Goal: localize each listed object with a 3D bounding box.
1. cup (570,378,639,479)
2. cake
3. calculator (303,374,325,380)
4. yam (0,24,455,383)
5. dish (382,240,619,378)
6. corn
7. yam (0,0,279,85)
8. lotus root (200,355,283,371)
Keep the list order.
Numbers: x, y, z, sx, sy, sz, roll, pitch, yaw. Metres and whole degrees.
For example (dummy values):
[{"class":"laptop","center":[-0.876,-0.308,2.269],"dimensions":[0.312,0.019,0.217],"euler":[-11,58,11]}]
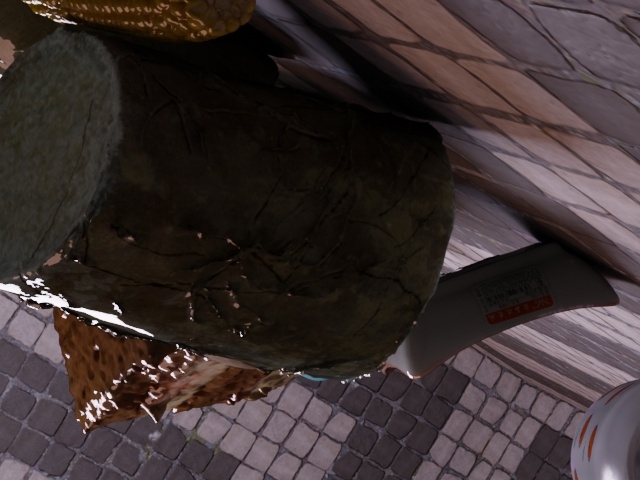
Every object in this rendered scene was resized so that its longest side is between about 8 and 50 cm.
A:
[{"class":"cup","center":[0.408,0.257,1.727],"dimensions":[0.212,0.212,0.317],"euler":[31,176,9]},{"class":"cake","center":[-0.131,0.044,1.623],"dimensions":[0.290,0.282,0.256],"euler":[-4,162,-30]},{"class":"calculator","center":[-0.069,0.022,1.998],"dimensions":[0.256,0.054,0.386],"euler":[34,-148,-38]},{"class":"yam","center":[-0.074,-0.025,1.103],"dimensions":[0.348,0.241,0.241],"euler":[14,-172,-37]},{"class":"dish","center":[0.155,0.059,1.401],"dimensions":[0.151,0.212,0.077],"euler":[156,94,-80]},{"class":"corn","center":[-0.134,-0.185,1.016],"dimensions":[0.260,0.091,0.091],"euler":[19,160,51]},{"class":"yam","center":[-0.178,-0.160,1.245],"dimensions":[0.268,0.161,0.161],"euler":[30,178,-25]},{"class":"lotus root","center":[-0.024,-0.001,1.395],"dimensions":[0.272,0.272,0.192],"euler":[32,166,-21]}]
